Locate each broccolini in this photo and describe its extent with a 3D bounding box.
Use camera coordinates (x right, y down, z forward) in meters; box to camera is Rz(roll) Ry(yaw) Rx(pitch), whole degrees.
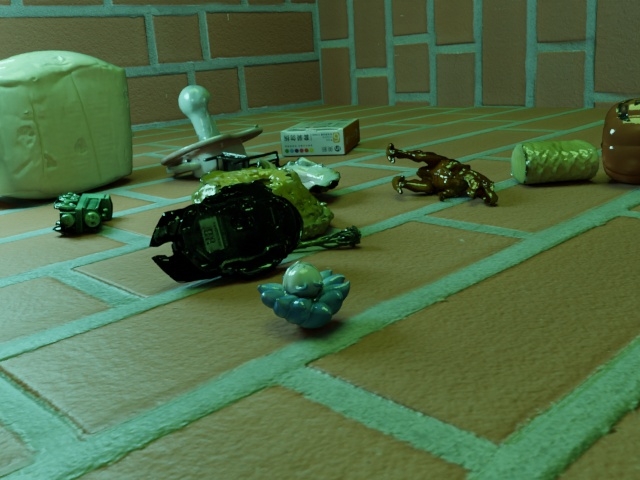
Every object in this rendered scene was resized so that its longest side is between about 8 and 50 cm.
[{"bbox_3d":[0.000,0.000,1.128,0.140,0.035,0.030,-8,57,-4],"label":"broccolini"}]

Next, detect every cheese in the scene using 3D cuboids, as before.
[{"bbox_3d":[0.526,-0.179,1.532,0.167,0.094,0.123,-4,14,-2],"label":"cheese"}]

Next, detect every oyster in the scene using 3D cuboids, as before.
[{"bbox_3d":[-0.072,-0.133,1.541,0.198,0.092,0.259,-17,29,-38],"label":"oyster"}]

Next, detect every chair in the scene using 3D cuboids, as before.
[{"bbox_3d":[-0.202,-0.190,1.775,0.101,0.084,0.212,9,20,27],"label":"chair"}]

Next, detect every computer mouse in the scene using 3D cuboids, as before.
[{"bbox_3d":[-0.139,-0.004,1.031,0.241,0.147,0.077,-11,-11,-22],"label":"computer mouse"}]

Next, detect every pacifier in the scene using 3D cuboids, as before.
[{"bbox_3d":[-0.314,-0.288,1.921,0.220,0.273,0.332,23,27,26],"label":"pacifier"}]

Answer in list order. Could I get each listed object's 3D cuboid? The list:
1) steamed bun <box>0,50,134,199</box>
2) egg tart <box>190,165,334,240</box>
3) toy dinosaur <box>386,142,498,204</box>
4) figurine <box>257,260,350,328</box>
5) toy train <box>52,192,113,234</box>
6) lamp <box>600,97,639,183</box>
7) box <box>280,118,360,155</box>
[{"bbox_3d":[-0.734,-0.311,1.806,0.290,0.371,0.456,5,15,33],"label":"steamed bun"},{"bbox_3d":[-0.126,-0.070,1.257,0.315,0.120,0.315,-3,16,1],"label":"egg tart"},{"bbox_3d":[0.241,-0.158,1.527,0.208,0.097,0.432,6,16,-16],"label":"toy dinosaur"},{"bbox_3d":[-0.014,0.066,0.811,0.114,0.079,0.114,2,12,0],"label":"figurine"},{"bbox_3d":[-0.490,-0.058,1.400,0.111,0.071,0.170,0,15,-14],"label":"toy train"},{"bbox_3d":[0.693,-0.214,1.454,0.163,0.188,0.187,5,18,27],"label":"lamp"},{"bbox_3d":[0.003,-0.347,2.266,0.220,0.091,0.274,0,16,17],"label":"box"}]
